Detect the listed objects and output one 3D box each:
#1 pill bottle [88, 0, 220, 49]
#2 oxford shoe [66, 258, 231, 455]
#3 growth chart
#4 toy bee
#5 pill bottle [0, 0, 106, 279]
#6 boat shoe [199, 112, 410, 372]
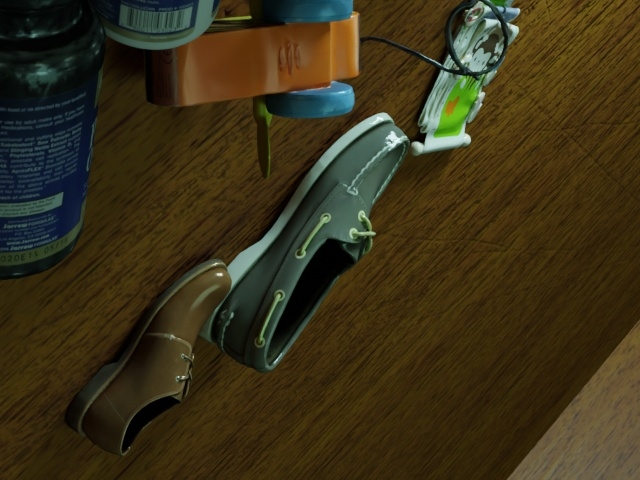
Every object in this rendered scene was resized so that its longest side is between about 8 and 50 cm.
[{"bbox_3d":[-0.098,-0.204,0.821,0.094,0.094,0.169,-41,164,-30],"label":"pill bottle"},{"bbox_3d":[-0.143,0.113,1.278,0.212,0.076,0.076,-53,155,-10],"label":"oxford shoe"},{"bbox_3d":[0.175,-0.198,1.550,0.172,0.021,0.237,-25,142,-52],"label":"growth chart"},{"bbox_3d":[-0.024,-0.146,1.099,0.298,0.162,0.195,14,94,-33],"label":"toy bee"},{"bbox_3d":[-0.199,-0.093,0.842,0.123,0.122,0.219,-31,147,-44],"label":"pill bottle"},{"bbox_3d":[0.001,0.002,1.385,0.305,0.091,0.109,-50,156,-13],"label":"boat shoe"}]
